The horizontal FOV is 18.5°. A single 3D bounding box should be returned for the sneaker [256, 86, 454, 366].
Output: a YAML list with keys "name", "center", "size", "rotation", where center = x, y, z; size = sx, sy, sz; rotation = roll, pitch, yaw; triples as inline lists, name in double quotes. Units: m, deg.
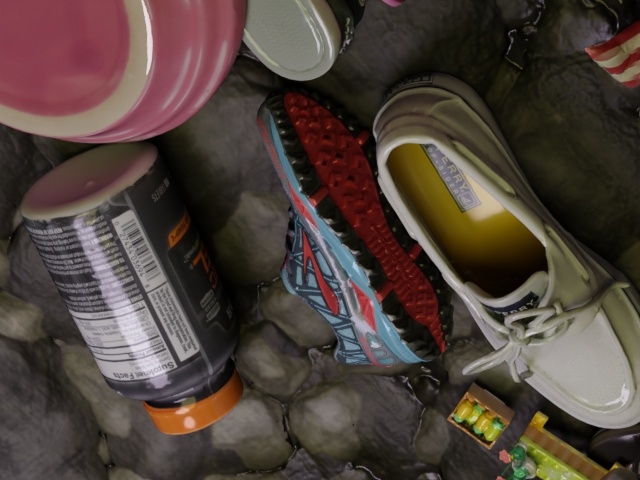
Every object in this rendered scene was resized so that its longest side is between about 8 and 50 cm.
- name: "sneaker"
  center: [0.000, 0.000, 1.653]
  size: [0.125, 0.104, 0.262]
  rotation: [-19, 104, 39]

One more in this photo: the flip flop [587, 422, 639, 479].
- name: "flip flop"
  center: [0.366, 0.175, 1.707]
  size: [0.277, 0.080, 0.112]
  rotation: [-10, 114, 34]

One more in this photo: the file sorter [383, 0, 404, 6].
- name: "file sorter"
  center: [0.116, -0.330, 1.395]
  size: [0.290, 0.182, 0.202]
  rotation: [-31, 110, 25]

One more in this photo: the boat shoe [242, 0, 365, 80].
- name: "boat shoe"
  center: [-0.063, -0.269, 1.520]
  size: [0.114, 0.091, 0.302]
  rotation: [-7, 122, 35]

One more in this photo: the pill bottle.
- name: "pill bottle"
  center: [-0.151, 0.047, 1.695]
  size: [0.130, 0.130, 0.246]
  rotation: [-15, 116, 18]

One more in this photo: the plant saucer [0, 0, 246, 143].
- name: "plant saucer"
  center: [-0.223, -0.206, 1.538]
  size: [0.332, 0.084, 0.332]
  rotation: [15, 131, 18]

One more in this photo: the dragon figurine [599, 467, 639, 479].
- name: "dragon figurine"
  center: [0.322, 0.220, 1.639]
  size: [0.144, 0.085, 0.289]
  rotation: [42, 105, 0]

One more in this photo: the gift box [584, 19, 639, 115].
- name: "gift box"
  center: [0.345, -0.155, 1.405]
  size: [0.276, 0.258, 0.255]
  rotation: [0, 123, -6]

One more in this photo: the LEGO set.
- name: "LEGO set"
  center: [0.212, 0.258, 1.740]
  size: [0.132, 0.107, 0.287]
  rotation: [-12, 121, 46]

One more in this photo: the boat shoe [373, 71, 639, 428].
- name: "boat shoe"
  center: [0.163, 0.038, 1.614]
  size: [0.136, 0.156, 0.367]
  rotation: [-26, 112, 23]
